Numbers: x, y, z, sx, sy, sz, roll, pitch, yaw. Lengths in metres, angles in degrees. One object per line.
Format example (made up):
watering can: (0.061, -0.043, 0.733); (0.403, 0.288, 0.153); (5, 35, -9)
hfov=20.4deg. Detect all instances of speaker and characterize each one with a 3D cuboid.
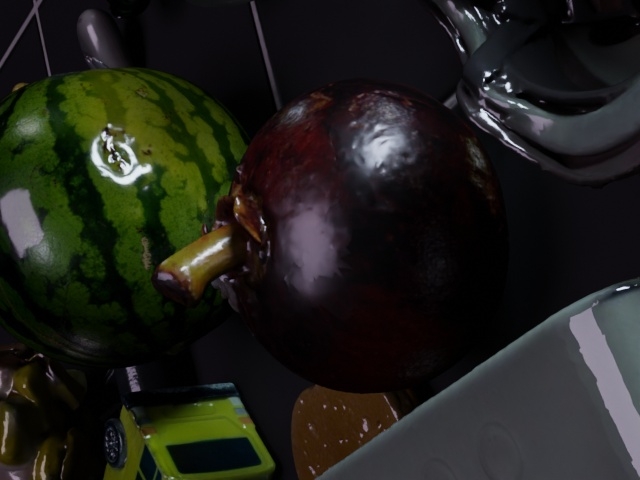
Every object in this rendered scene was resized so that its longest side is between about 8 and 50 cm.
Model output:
speaker: (0.158, 0.171, 1.113); (0.406, 0.183, 0.184); (-43, 62, 54)

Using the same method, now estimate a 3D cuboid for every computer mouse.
computer mouse: (-0.228, -0.197, 1.867); (0.066, 0.039, 0.096); (15, 128, 66)

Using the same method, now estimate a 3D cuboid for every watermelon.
watermelon: (-0.189, -0.023, 1.597); (0.285, 0.285, 0.285); (12, 103, 60)

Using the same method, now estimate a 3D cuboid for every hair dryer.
hair dryer: (-0.202, 0.141, 1.875); (0.219, 0.072, 0.124); (131, 128, -60)

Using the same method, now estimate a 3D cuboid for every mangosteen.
mangosteen: (0.000, 0.000, 1.285); (0.235, 0.261, 0.235); (19, 112, 60)

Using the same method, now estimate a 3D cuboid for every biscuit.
biscuit: (0.044, 0.180, 1.451); (0.170, 0.050, 0.170); (21, 116, 51)

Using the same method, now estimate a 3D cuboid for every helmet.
helmet: (0.183, -0.168, 1.028); (0.225, 0.177, 0.305); (-53, 54, 39)

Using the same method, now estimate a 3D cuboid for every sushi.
sushi: (-0.350, 0.282, 1.967); (0.328, 0.285, 0.328); (60, -167, -59)

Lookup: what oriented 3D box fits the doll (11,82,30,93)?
doll: (-0.330, -0.067, 2.039); (0.135, 0.099, 0.241); (-40, 57, 28)

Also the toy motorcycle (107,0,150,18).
toy motorcycle: (-0.251, -0.345, 1.851); (0.331, 0.125, 0.196); (28, 115, 53)

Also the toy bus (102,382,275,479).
toy bus: (-0.144, 0.277, 1.714); (0.150, 0.128, 0.262); (54, 137, 43)

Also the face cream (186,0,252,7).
face cream: (-0.099, -0.325, 1.594); (0.096, 0.096, 0.214); (-39, 59, 56)
